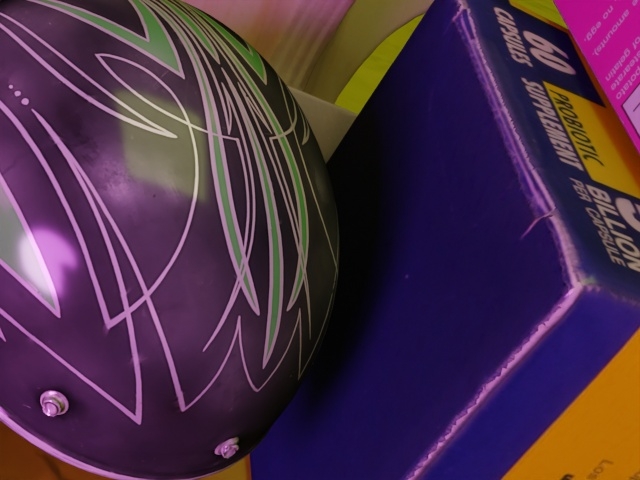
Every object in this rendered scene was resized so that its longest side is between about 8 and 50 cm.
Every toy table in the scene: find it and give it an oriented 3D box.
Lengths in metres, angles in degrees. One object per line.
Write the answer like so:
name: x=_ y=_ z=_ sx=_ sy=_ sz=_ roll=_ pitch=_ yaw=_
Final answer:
toy table: x=-0.029 y=-0.129 z=0.578 sx=0.274 sy=0.160 sz=0.252 roll=18 pitch=3 yaw=-45

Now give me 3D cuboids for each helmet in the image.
helmet: x=-0.074 y=-0.003 z=0.412 sx=0.169 sy=0.162 sz=0.169 roll=9 pitch=77 yaw=-45

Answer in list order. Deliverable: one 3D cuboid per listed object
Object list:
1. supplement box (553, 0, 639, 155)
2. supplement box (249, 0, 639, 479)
supplement box: x=0.170 y=-0.086 z=0.440 sx=0.111 sy=0.114 sz=0.220 roll=20 pitch=35 yaw=-24
supplement box: x=0.167 y=0.077 z=0.508 sx=0.357 sy=0.195 sz=0.194 roll=21 pitch=33 yaw=-23
